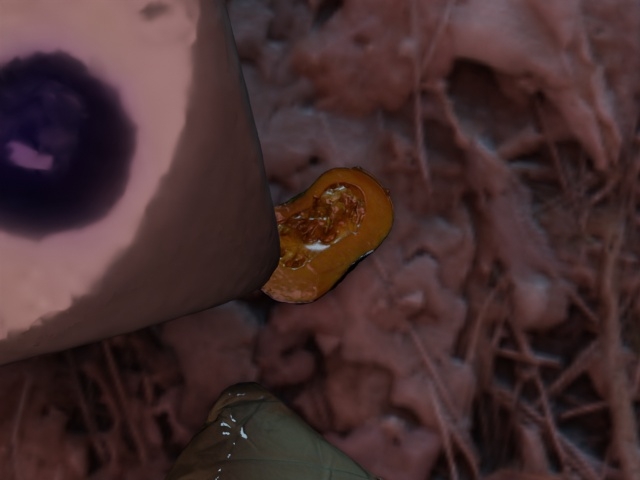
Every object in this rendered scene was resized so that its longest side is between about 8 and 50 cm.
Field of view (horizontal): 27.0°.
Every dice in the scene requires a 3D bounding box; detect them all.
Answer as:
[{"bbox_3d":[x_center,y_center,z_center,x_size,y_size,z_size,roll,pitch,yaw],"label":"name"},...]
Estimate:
[{"bbox_3d":[-0.164,-0.076,0.563,0.251,0.243,0.259,-14,90,-4],"label":"dice"}]

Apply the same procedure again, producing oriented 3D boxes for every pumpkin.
[{"bbox_3d":[-0.001,-0.001,0.664,0.083,0.028,0.050,-34,84,-12],"label":"pumpkin"}]

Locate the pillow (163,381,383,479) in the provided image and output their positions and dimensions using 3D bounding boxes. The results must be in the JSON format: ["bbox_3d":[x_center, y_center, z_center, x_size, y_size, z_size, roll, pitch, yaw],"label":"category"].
[{"bbox_3d":[0.014,0.222,0.564,0.280,0.076,0.274,35,41,3],"label":"pillow"}]
